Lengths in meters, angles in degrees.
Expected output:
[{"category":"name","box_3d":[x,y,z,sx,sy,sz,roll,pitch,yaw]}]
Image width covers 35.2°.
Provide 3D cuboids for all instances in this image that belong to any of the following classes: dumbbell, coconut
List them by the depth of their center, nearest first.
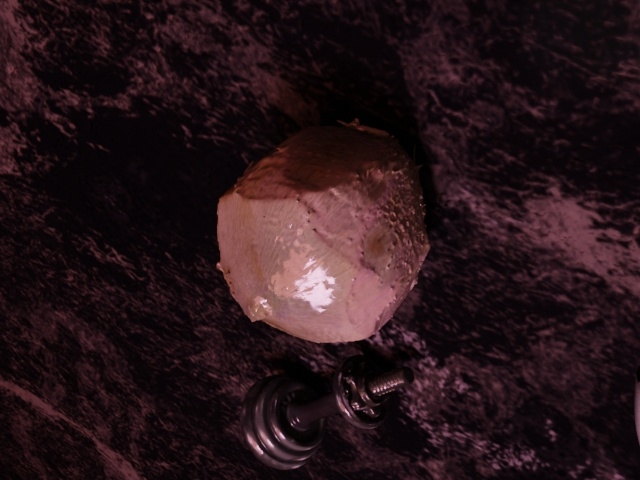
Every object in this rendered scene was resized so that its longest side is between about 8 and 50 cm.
[{"category":"coconut","box_3d":[-0.001,0.002,0.873,0.194,0.194,0.194,24,137,25]},{"category":"dumbbell","box_3d":[0.010,0.178,1.102,0.254,0.110,0.110,-30,102,44]}]

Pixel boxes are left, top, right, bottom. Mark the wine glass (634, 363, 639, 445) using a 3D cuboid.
[{"category":"wine glass","box_3d":[0.306,0.190,0.871,0.066,0.066,0.198,11,130,35]}]
